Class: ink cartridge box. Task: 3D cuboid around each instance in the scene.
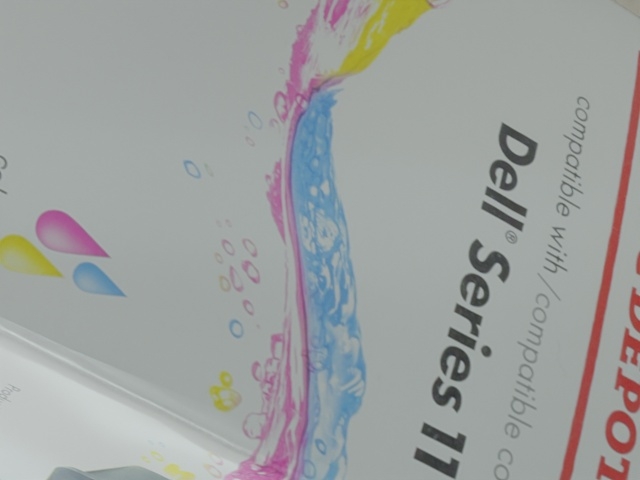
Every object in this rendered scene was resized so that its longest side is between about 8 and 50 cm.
[{"bbox_3d":[0.000,0.000,0.481,0.353,0.207,0.119,28,146,-18],"label":"ink cartridge box"}]
